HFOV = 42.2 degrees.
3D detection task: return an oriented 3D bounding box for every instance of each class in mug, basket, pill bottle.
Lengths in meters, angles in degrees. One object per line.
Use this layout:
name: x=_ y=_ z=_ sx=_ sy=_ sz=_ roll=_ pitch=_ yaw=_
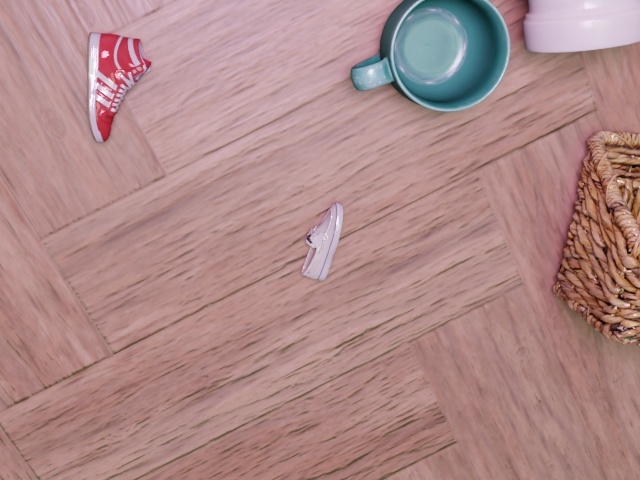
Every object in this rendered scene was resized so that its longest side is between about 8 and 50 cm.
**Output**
mug: x=0.118 y=-0.214 z=0.912 sx=0.157 sy=0.097 sz=0.129 roll=13 pitch=105 yaw=-11
basket: x=0.461 y=0.005 z=0.969 sx=0.299 sy=0.213 sz=0.223 roll=6 pitch=106 yaw=-11
pill bottle: x=0.271 y=-0.346 z=0.863 sx=0.162 sy=0.162 sz=0.278 roll=-10 pitch=109 yaw=-5

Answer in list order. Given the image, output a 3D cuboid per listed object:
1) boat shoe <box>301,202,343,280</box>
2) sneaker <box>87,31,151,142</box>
boat shoe: x=0.000 y=0.000 z=0.993 sx=0.035 sy=0.035 sz=0.100 roll=12 pitch=111 yaw=-15
sneaker: x=-0.218 y=-0.165 z=0.905 sx=0.067 sy=0.042 sz=0.118 roll=1 pitch=104 yaw=-6
